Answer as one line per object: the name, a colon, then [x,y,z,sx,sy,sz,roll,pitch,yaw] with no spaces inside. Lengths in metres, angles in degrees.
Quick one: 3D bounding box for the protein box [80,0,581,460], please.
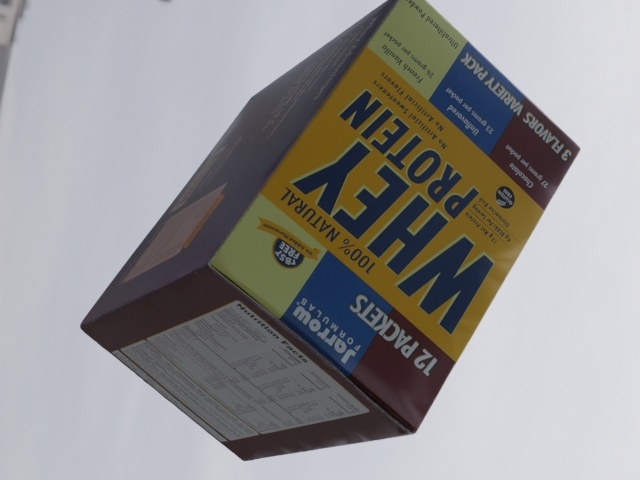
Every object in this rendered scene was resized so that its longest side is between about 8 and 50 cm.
protein box: [0.000,0.000,0.755,0.199,0.136,0.201,-56,-164,-26]
